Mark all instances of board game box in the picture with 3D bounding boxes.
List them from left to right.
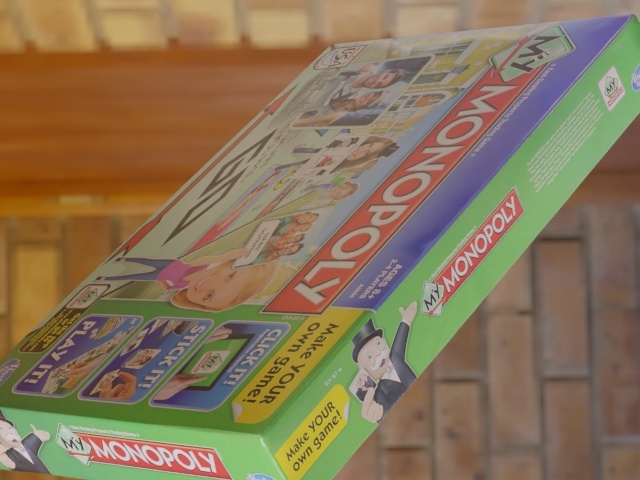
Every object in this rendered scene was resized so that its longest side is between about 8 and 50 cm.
[{"bbox_3d":[0.000,0.000,0.958,0.317,0.213,0.046,-47,-60,-35],"label":"board game box"}]
